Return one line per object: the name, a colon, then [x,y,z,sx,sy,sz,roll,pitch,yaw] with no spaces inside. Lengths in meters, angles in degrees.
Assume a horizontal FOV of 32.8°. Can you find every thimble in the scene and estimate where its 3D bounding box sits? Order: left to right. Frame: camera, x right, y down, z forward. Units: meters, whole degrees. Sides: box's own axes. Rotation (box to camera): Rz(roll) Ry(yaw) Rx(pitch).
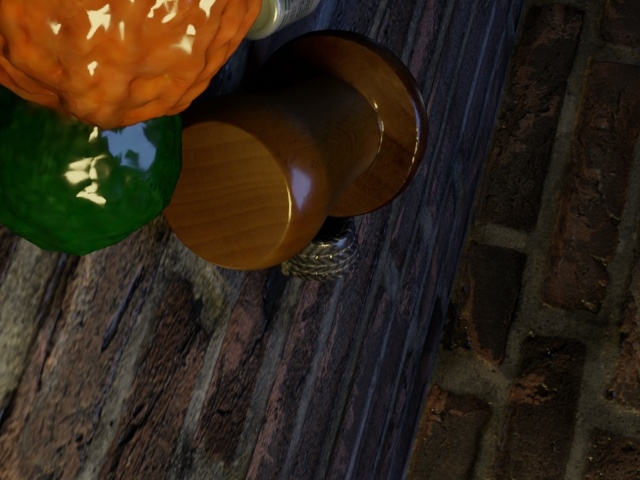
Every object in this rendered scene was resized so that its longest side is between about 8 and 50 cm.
thimble: [0.002,-0.001,1.297,0.104,0.095,0.066,-40,139,-43]

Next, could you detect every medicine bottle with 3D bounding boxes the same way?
medicine bottle: [-0.035,-0.262,1.073,0.220,0.061,0.092,-48,127,-62]

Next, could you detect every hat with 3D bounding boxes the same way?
hat: [-0.125,-0.164,0.569,0.400,0.285,0.285,-64,170,20]

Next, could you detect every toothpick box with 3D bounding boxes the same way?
toothpick box: [-0.021,-0.086,1.020,0.294,0.192,0.192,-39,138,-56]
